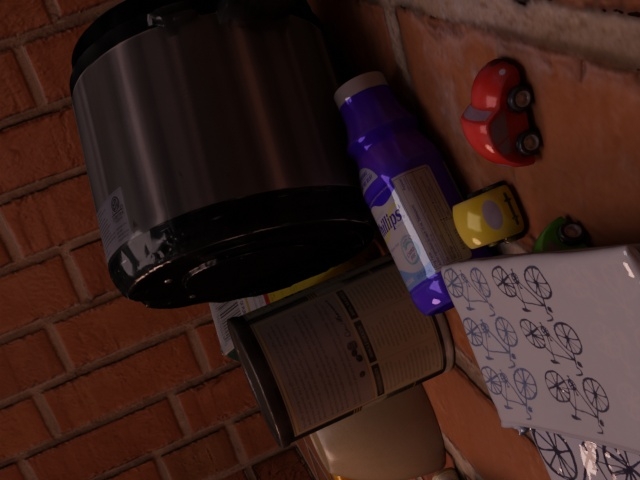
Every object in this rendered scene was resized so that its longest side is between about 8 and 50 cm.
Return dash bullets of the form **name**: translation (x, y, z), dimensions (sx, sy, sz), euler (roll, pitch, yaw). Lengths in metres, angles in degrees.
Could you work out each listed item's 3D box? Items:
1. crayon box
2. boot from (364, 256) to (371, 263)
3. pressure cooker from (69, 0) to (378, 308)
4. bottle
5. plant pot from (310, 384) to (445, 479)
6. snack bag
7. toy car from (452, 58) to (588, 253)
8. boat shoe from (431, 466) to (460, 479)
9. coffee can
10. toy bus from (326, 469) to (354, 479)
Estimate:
- **crayon box**: translation (-0.047, 0.038, 1.411), dimensions (0.081, 0.318, 0.202), euler (34, -155, -43)
- **boot**: translation (0.003, 0.123, 1.463), dimensions (0.248, 0.207, 0.090), euler (103, 143, -70)
- **pressure cooker**: translation (-0.137, -0.153, 1.136), dimensions (0.375, 0.370, 0.420), euler (27, -136, -69)
- **bottle**: translation (0.101, -0.058, 0.974), dimensions (0.282, 0.092, 0.118), euler (66, 163, 11)
- **plant pot**: translation (0.076, 0.326, 1.556), dimensions (0.284, 0.191, 0.284), euler (158, 90, -79)
- **snack bag**: translation (0.236, 0.164, 0.702), dimensions (0.342, 0.037, 0.323), euler (66, 164, -4)
- **toy car**: translation (0.187, -0.015, 0.770), dimensions (0.239, 0.053, 0.225), euler (83, 161, -53)
- **boat shoe**: translation (0.225, 0.468, 1.460), dimensions (0.059, 0.063, 0.170), euler (-119, 13, -55)
- **coffee can**: translation (0.028, 0.155, 1.245), dimensions (0.201, 0.275, 0.201), euler (158, 90, -79)
- **toy bus**: translation (0.023, 0.487, 2.278), dimensions (0.130, 0.108, 0.332), euler (170, 78, -78)
